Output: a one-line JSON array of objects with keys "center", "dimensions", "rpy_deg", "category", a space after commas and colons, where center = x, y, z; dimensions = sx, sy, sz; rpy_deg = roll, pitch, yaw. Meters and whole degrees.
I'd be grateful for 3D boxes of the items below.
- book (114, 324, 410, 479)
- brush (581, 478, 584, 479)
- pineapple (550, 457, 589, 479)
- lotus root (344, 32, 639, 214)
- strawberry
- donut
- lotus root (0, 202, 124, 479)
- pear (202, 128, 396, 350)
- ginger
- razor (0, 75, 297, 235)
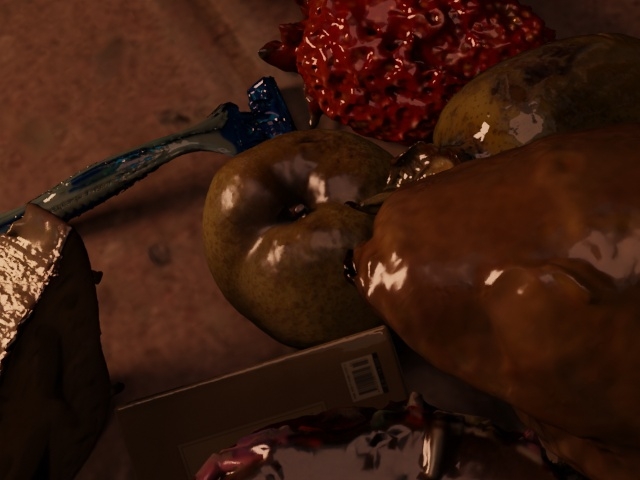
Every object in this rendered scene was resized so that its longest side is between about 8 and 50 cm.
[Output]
[{"center": [-0.028, 0.150, 0.995], "dimensions": [0.198, 0.016, 0.139], "rpy_deg": [-17, 96, 3], "category": "book"}, {"center": [0.277, 0.115, 0.997], "dimensions": [0.314, 0.017, 0.090], "rpy_deg": [-32, 63, -5], "category": "brush"}, {"center": [0.249, 0.107, 0.956], "dimensions": [0.224, 0.076, 0.225], "rpy_deg": [-4, 69, 11], "category": "pineapple"}, {"center": [0.151, -0.057, 0.991], "dimensions": [0.278, 0.154, 0.154], "rpy_deg": [-18, 57, -35], "category": "lotus root"}, {"center": [0.082, -0.146, 1.114], "dimensions": [0.228, 0.098, 0.174], "rpy_deg": [28, 73, 23], "category": "strawberry"}, {"center": [0.077, 0.254, 0.891], "dimensions": [0.259, 0.136, 0.345], "rpy_deg": [-21, 69, -6], "category": "donut"}, {"center": [-0.218, 0.118, 1.003], "dimensions": [0.074, 0.170, 0.261], "rpy_deg": [27, 82, 28], "category": "lotus root"}, {"center": [0.000, 0.000, 1.036], "dimensions": [0.167, 0.136, 0.167], "rpy_deg": [-4, 62, 7], "category": "pear"}, {"center": [0.175, 0.024, 0.824], "dimensions": [0.269, 0.200, 0.223], "rpy_deg": [41, 96, -12], "category": "ginger"}, {"center": [-0.174, -0.041, 1.137], "dimensions": [0.324, 0.056, 0.093], "rpy_deg": [-22, 64, 0], "category": "razor"}]
